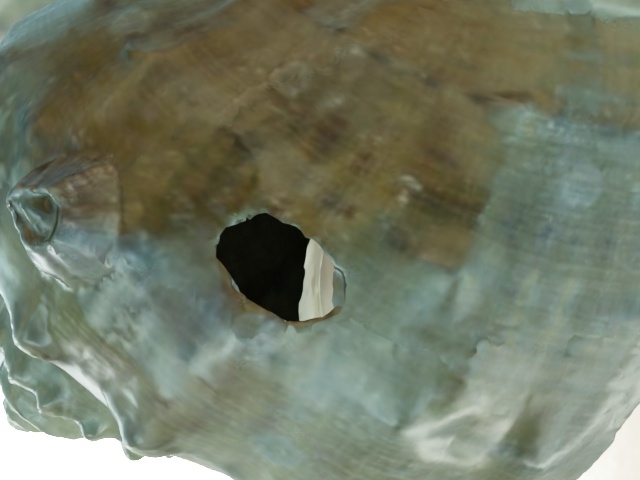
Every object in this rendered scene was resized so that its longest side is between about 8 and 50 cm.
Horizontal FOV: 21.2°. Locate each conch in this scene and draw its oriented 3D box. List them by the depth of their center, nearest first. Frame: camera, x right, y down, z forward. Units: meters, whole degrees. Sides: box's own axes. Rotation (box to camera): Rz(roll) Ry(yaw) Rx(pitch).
[{"bbox_3d":[-0.006,0.007,0.597,0.324,0.263,0.186,-38,-172,46],"label":"conch"}]
